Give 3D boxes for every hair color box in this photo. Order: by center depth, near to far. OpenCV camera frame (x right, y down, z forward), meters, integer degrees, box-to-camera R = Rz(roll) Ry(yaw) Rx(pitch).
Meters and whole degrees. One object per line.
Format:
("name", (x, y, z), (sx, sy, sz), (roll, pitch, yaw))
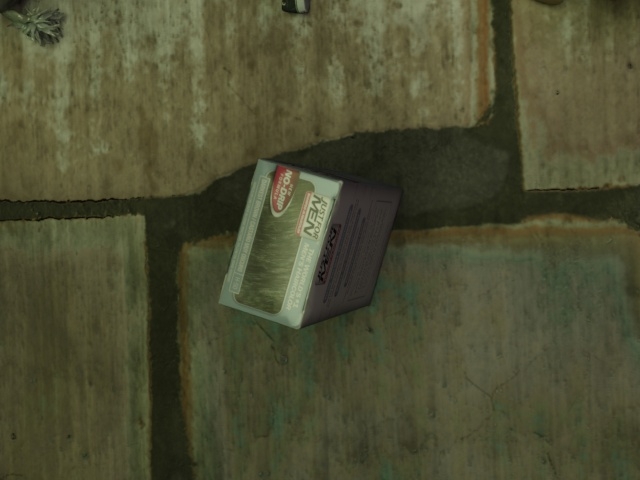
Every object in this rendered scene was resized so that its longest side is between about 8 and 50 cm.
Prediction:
("hair color box", (0.000, 0.000, 1.460), (0.113, 0.374, 0.185), (17, 95, 14))

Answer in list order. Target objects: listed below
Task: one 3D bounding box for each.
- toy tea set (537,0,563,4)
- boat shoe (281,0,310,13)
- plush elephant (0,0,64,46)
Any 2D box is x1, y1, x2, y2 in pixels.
("toy tea set", (0.295, -0.440, 1.483), (0.336, 0.200, 0.124), (34, 76, -1))
("boat shoe", (-0.040, -0.410, 1.630), (0.040, 0.049, 0.142), (0, 94, 15))
("plush elephant", (-0.479, -0.478, 1.642), (0.330, 0.272, 0.255), (34, 116, -17))
